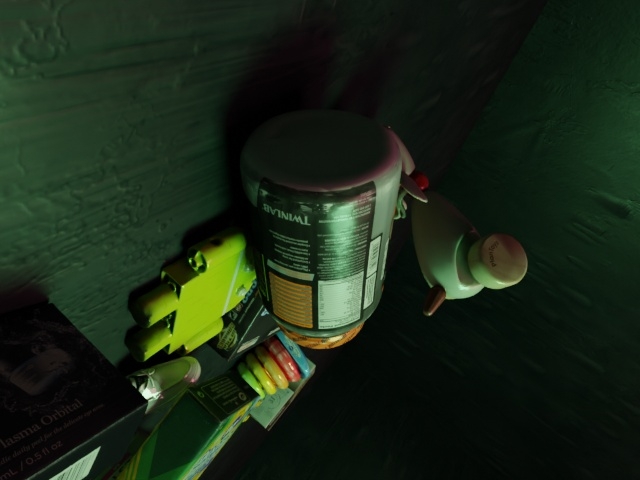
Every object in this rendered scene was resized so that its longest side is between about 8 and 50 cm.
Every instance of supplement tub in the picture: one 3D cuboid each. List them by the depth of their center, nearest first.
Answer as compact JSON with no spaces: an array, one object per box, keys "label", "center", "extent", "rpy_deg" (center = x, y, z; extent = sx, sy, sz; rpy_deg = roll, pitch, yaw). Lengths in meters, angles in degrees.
[{"label":"supplement tub","center":[0.000,0.000,0.647],"extent":[0.207,0.207,0.338],"rpy_deg":[-42,148,-35]}]

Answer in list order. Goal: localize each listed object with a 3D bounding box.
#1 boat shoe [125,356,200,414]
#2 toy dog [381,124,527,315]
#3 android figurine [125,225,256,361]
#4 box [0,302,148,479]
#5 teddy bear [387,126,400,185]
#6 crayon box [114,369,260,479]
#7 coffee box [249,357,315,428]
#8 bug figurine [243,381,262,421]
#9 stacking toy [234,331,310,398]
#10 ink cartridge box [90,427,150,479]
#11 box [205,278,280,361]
[{"label":"boat shoe","center":[-0.277,0.228,0.664],"extent":[0.184,0.066,0.063],"rpy_deg":[-20,145,-16]},{"label":"toy dog","center":[0.150,-0.014,0.698],"extent":[0.161,0.333,0.220],"rpy_deg":[-36,154,-25]},{"label":"android figurine","center":[-0.178,0.079,0.697],"extent":[0.273,0.056,0.248],"rpy_deg":[-32,154,-49]},{"label":"box","center":[-0.274,0.156,0.381],"extent":[0.093,0.158,0.156],"rpy_deg":[-59,164,21]},{"label":"teddy bear","center":[0.050,-0.124,0.872],"extent":[0.338,0.113,0.245],"rpy_deg":[-14,131,-55]},{"label":"crayon box","center":[-0.255,0.385,0.736],"extent":[0.323,0.083,0.203],"rpy_deg":[-51,168,-1]},{"label":"coffee box","center":[-0.158,0.593,1.724],"extent":[0.297,0.118,0.168],"rpy_deg":[-47,164,-23]},{"label":"bug figurine","center":[-0.201,0.466,1.421],"extent":[0.279,0.072,0.216],"rpy_deg":[-48,158,-4]},{"label":"stacking toy","center":[-0.188,0.384,1.199],"extent":[0.301,0.175,0.166],"rpy_deg":[-34,164,-18]},{"label":"ink cartridge box","center":[-0.407,0.486,0.791],"extent":[0.275,0.060,0.239],"rpy_deg":[-46,147,-27]},{"label":"box","center":[-0.087,0.100,0.964],"extent":[0.293,0.073,0.295],"rpy_deg":[-58,166,8]}]
